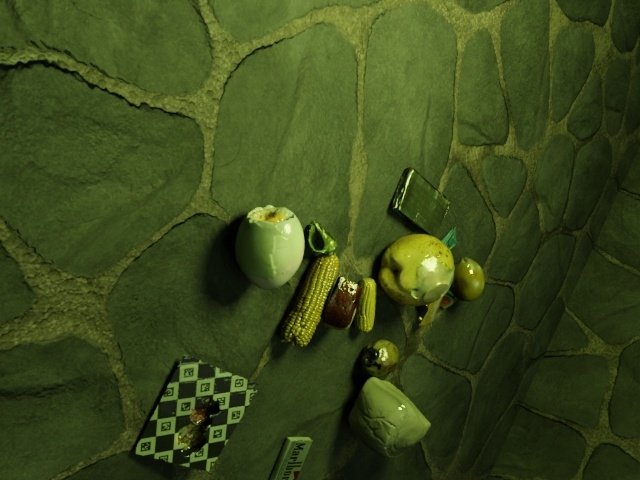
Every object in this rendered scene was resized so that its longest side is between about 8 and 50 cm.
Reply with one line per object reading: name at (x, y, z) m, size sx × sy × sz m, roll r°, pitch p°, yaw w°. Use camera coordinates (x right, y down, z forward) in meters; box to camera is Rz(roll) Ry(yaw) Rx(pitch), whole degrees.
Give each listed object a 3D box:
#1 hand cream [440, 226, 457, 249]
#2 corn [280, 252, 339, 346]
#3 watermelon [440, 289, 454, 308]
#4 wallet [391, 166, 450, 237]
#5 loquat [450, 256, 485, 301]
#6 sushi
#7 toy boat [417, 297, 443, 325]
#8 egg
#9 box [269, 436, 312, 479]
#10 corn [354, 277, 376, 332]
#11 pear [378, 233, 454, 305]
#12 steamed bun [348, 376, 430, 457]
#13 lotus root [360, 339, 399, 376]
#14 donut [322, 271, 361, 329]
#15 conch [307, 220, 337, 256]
hand cream at (0.482, 0.033, 2.170) m, size 0.224 × 0.048 × 0.083 m, roll -38°, pitch 128°, yaw -34°
corn at (-0.024, 0.178, 1.672) m, size 0.102 × 0.102 × 0.312 m, roll 26°, pitch 88°, yaw -48°
watermelon at (0.514, 0.229, 2.260) m, size 0.163 × 0.069 × 0.087 m, roll 32°, pitch 82°, yaw -45°
wallet at (0.367, -0.130, 1.980) m, size 0.317 × 0.044 × 0.169 m, roll 28°, pitch 82°, yaw -49°
loquat at (0.603, 0.159, 2.259) m, size 0.152 × 0.152 × 0.195 m, roll -33°, pitch 125°, yaw -31°
sushi at (-0.343, 0.474, 1.515) m, size 0.264 × 0.050 × 0.290 m, roll 31°, pitch 86°, yaw -33°
toy boat at (0.437, 0.234, 2.176) m, size 0.068 × 0.088 × 0.226 m, roll 15°, pitch 99°, yaw -83°
egg at (-0.133, 0.027, 1.441) m, size 0.183 × 0.183 × 0.217 m, roll -21°, pitch 124°, yaw -38°
box at (-0.105, 0.763, 1.885) m, size 0.115 × 0.036 × 0.177 m, roll 24°, pitch 89°, yaw -48°
corn at (0.158, 0.225, 1.900) m, size 0.072 × 0.072 × 0.203 m, roll -14°, pitch 115°, yaw -41°
pear at (0.330, 0.105, 1.916) m, size 0.271 × 0.271 × 0.271 m, roll -20°, pitch 120°, yaw -39°
steamed bun at (0.246, 0.681, 2.046) m, size 0.236 × 0.247 × 0.383 m, roll -48°, pitch 146°, yaw -4°
lotus root at (0.230, 0.434, 2.027) m, size 0.214 × 0.138 × 0.138 m, roll 12°, pitch 98°, yaw -59°
donut at (0.068, 0.216, 1.716) m, size 0.217 × 0.085 × 0.141 m, roll 93°, pitch 18°, yaw -62°
conch at (0.000, 0.000, 1.640) m, size 0.121 × 0.074 × 0.089 m, roll 59°, pitch 40°, yaw -14°
